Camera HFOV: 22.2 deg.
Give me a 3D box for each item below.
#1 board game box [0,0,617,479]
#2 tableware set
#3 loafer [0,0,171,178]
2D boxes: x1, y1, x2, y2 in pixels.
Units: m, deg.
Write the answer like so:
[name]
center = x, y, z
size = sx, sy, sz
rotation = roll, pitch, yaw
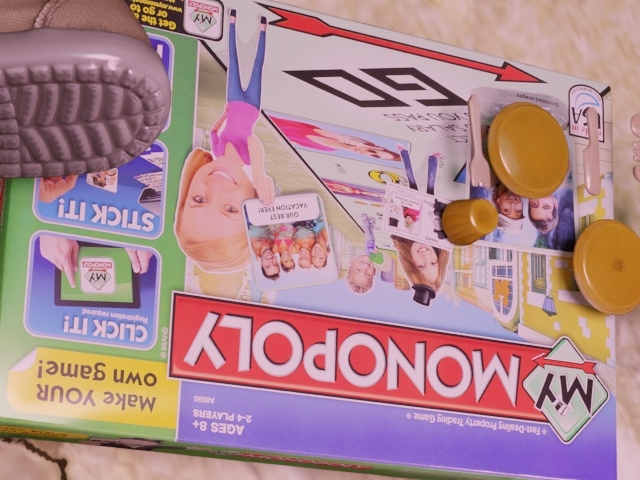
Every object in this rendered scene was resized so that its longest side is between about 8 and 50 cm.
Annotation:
[board game box]
center = 0.000, 0.000, 0.769
size = 0.317, 0.046, 0.213
rotation = 10, 72, -27
[tableware set]
center = 0.129, -0.014, 0.805
size = 0.154, 0.024, 0.104
rotation = 4, 78, -29
[loafer]
center = -0.188, -0.074, 0.651
size = 0.251, 0.094, 0.087
rotation = 2, 49, -14
